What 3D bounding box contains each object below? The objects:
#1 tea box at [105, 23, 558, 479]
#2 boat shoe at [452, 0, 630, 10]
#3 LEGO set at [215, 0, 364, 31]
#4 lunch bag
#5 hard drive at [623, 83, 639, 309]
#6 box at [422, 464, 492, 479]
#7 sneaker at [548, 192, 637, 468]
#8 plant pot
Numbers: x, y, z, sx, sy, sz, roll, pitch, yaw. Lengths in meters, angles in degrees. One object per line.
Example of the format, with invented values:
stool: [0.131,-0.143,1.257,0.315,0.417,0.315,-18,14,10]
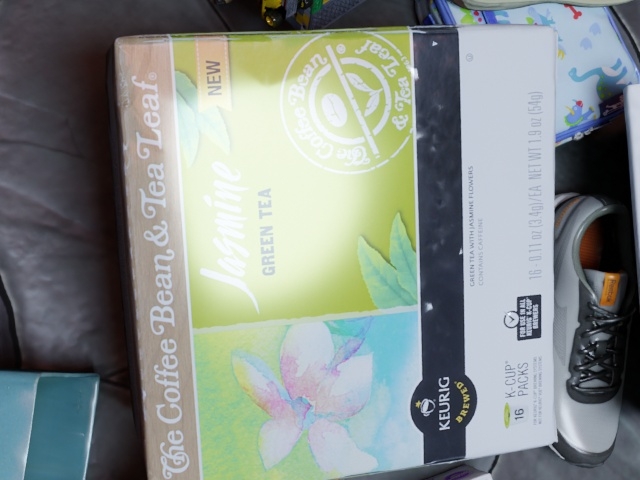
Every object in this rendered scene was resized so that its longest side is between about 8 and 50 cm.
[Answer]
tea box: [0.000,0.000,0.754,0.324,0.220,0.329,-6,100,-13]
boat shoe: [0.244,-0.266,0.849,0.257,0.095,0.095,-16,83,-14]
LEGO set: [0.019,-0.347,0.808,0.331,0.255,0.192,-41,76,-15]
lunch bag: [0.201,-0.195,0.926,0.176,0.090,0.219,-21,88,-13]
hard drive: [0.322,0.024,0.882,0.040,0.203,0.307,-5,84,20]
box: [0.009,0.288,0.837,0.324,0.063,0.067,-17,89,-15]
sneaker: [0.254,0.084,0.899,0.100,0.108,0.271,1,85,-16]
plant pot: [-0.317,0.171,0.718,0.234,0.166,0.165,6,82,3]
